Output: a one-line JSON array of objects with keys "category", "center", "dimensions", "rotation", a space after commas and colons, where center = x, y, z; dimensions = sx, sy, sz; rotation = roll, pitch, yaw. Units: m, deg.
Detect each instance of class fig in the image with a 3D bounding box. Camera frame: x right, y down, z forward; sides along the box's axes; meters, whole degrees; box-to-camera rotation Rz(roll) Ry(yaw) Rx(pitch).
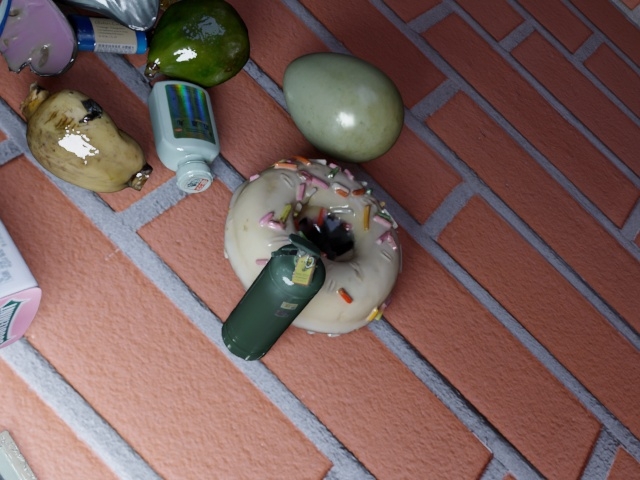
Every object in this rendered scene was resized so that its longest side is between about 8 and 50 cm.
[{"category": "fig", "center": [-0.262, -0.396, 1.658], "dimensions": [0.195, 0.195, 0.245], "rotation": [49, 42, 7]}]

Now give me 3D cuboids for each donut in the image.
[{"category": "donut", "center": [0.000, 0.000, 1.572], "dimensions": [0.382, 0.142, 0.382], "rotation": [18, 50, -23]}]

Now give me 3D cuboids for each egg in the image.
[{"category": "egg", "center": [0.043, -0.296, 1.764], "dimensions": [0.295, 0.218, 0.218], "rotation": [36, 45, 10]}]

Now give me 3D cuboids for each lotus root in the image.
[{"category": "lotus root", "center": [-0.415, -0.173, 1.420], "dimensions": [0.257, 0.154, 0.140], "rotation": [32, 41, -14]}]

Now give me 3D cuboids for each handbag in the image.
[{"category": "handbag", "center": [-0.449, -0.545, 1.603], "dimensions": [0.332, 0.191, 0.075], "rotation": [17, 6, -15]}]

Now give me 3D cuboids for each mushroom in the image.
[{"category": "mushroom", "center": [-0.534, -0.385, 1.527], "dimensions": [0.188, 0.141, 0.117], "rotation": [50, 4, -3]}]

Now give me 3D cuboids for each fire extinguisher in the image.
[{"category": "fire extinguisher", "center": [-0.073, 0.088, 1.341], "dimensions": [0.114, 0.311, 0.095], "rotation": [12, 50, -25]}]

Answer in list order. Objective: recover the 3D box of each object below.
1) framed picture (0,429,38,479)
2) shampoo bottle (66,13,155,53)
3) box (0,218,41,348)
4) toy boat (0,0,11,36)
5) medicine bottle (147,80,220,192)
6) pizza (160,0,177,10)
[{"category": "framed picture", "center": [-0.430, 0.444, 1.050], "dimensions": [0.247, 0.022, 0.335], "rotation": [-27, 76, -42]}, {"category": "shampoo bottle", "center": [-0.422, -0.421, 1.667], "dimensions": [0.183, 0.050, 0.087], "rotation": [-6, 59, -36]}, {"category": "box", "center": [-0.553, -0.025, 1.199], "dimensions": [0.112, 0.190, 0.369], "rotation": [-21, 73, -42]}, {"category": "toy boat", "center": [-0.608, -0.373, 1.437], "dimensions": [0.080, 0.046, 0.229], "rotation": [29, 83, -8]}, {"category": "medicine bottle", "center": [-0.262, -0.202, 1.589], "dimensions": [0.121, 0.083, 0.229], "rotation": [5, 56, -33]}, {"category": "pizza", "center": [-0.370, -0.562, 1.808], "dimensions": [0.175, 0.046, 0.134], "rotation": [-13, 65, -38]}]
